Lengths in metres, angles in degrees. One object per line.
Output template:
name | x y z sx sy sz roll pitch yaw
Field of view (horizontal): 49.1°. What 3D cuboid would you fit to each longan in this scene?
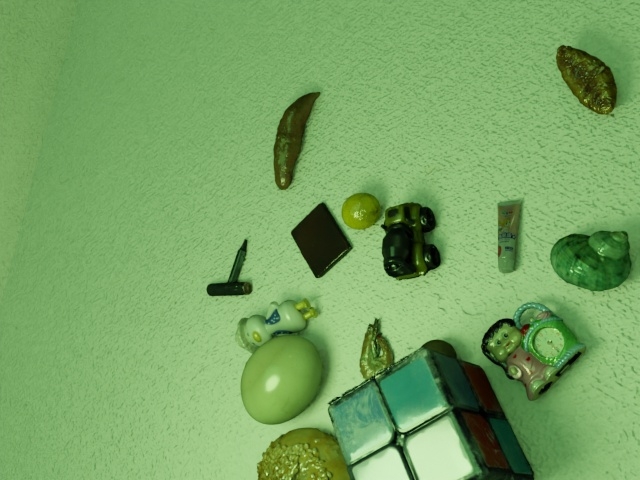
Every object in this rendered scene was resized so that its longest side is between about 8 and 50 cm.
longan | 0.294 0.311 1.803 0.119 0.106 0.106 -52 52 7

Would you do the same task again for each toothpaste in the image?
toothpaste | 0.485 -0.013 1.814 0.067 0.043 0.194 -9 64 37

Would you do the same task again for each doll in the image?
doll | -0.146 0.258 2.134 0.293 0.138 0.119 -25 21 25

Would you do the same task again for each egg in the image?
egg | -0.112 0.394 1.997 0.269 0.219 0.219 -48 52 -1

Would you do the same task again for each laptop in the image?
laptop | 0.000 0.000 2.174 0.154 0.026 0.207 -44 53 18

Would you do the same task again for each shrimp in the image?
shrimp | 0.154 0.303 1.945 0.099 0.041 0.180 -6 71 34

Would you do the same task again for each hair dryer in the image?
hair dryer | -0.295 0.092 2.349 0.173 0.050 0.195 -6 67 34

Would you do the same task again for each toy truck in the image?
toy truck | 0.225 -0.005 1.918 0.147 0.165 0.224 -14 67 33

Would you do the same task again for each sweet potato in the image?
sweet potato | -0.102 -0.341 2.322 0.106 0.095 0.354 17 83 11

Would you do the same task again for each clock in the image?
clock | 0.501 0.251 1.674 0.194 0.100 0.195 -49 55 8

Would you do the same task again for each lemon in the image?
lemon | 0.117 -0.086 2.062 0.133 0.109 0.109 -11 68 40

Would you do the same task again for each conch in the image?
conch | 0.631 0.041 1.636 0.188 0.122 0.176 -18 40 27

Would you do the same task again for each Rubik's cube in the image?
Rubik's cube | 0.255 0.474 1.639 0.316 0.313 0.318 -35 56 22

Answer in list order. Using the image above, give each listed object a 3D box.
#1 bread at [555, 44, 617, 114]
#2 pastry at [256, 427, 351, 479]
bread | 0.683 -0.410 1.778 0.105 0.076 0.233 -44 60 31
pastry | -0.048 0.651 1.883 0.316 0.184 0.284 31 93 39
